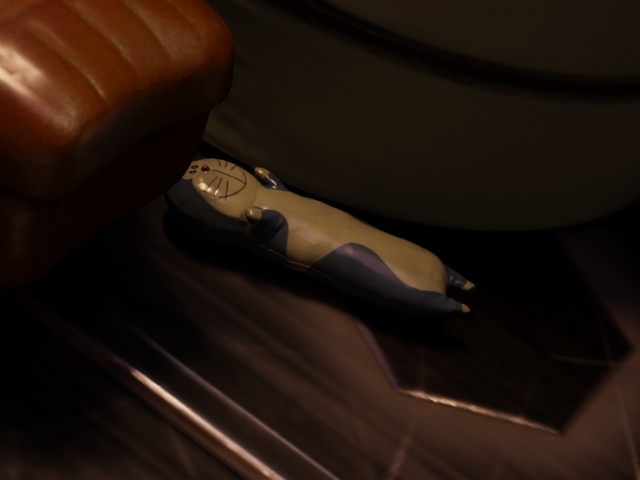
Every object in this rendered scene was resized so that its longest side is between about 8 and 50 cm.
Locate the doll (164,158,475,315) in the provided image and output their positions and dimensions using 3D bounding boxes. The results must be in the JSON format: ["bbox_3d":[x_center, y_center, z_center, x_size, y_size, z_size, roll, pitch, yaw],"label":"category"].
[{"bbox_3d":[0.000,0.000,0.758,0.125,0.027,0.037,21,34,-3],"label":"doll"}]

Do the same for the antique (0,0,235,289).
[{"bbox_3d":[-0.168,-0.091,0.699,0.278,0.129,0.223,34,41,11],"label":"antique"}]

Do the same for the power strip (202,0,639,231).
[{"bbox_3d":[0.058,-0.178,0.871,0.357,0.161,0.357,13,42,-12],"label":"power strip"}]
